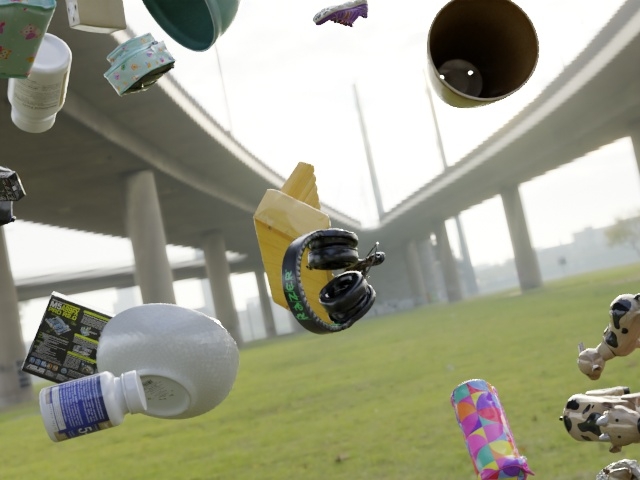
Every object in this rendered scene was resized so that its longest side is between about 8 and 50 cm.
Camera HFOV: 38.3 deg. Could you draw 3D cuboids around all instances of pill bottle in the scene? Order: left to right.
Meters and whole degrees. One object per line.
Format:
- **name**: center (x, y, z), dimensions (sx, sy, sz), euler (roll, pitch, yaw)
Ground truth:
- **pill bottle**: center (-0.662, -0.363, 2.161), dimensions (0.131, 0.131, 0.229), euler (-9, -30, -28)
- **pill bottle**: center (-0.443, 0.319, 1.810), dimensions (0.187, 0.112, 0.112), euler (-15, -4, -6)

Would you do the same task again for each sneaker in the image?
- **sneaker**: center (0.059, -0.589, 2.429), dimensions (0.170, 0.071, 0.068), euler (-21, 20, -23)

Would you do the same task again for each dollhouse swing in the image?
- **dollhouse swing**: center (0.000, 0.000, 2.560), dimensions (0.315, 0.346, 0.305), euler (26, 54, 31)

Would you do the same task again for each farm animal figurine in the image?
- **farm animal figurine**: center (0.514, 0.279, 1.570), dimensions (0.172, 0.330, 0.327), euler (-4, -22, -19)

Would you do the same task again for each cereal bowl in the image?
- **cereal bowl**: center (-0.365, 0.311, 2.162), dimensions (0.339, 0.141, 0.339), euler (3, -47, 4)

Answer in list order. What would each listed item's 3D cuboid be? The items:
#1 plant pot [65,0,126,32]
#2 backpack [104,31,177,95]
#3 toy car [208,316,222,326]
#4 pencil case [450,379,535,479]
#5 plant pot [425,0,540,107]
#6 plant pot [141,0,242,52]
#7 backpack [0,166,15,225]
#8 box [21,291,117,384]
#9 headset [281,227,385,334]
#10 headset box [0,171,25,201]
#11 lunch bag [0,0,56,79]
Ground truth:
- **plant pot**: center (-0.483, -0.497, 1.964), dimensions (0.096, 0.109, 0.109), euler (-13, 12, -31)
- **backpack**: center (-0.525, -0.499, 2.634), dimensions (0.166, 0.144, 0.188), euler (-27, 17, 32)
- **toy car**: center (-0.325, 0.266, 2.253), dimensions (0.182, 0.136, 0.159), euler (10, 32, 41)
- **pencil case**: center (0.331, 0.382, 1.801), dimensions (0.104, 0.236, 0.104), euler (-8, -49, -9)
- **plant pot**: center (0.328, -0.386, 2.027), dimensions (0.237, 0.237, 0.254), euler (-11, -7, -5)
- **plant pot**: center (-0.302, -0.650, 2.318), dimensions (0.196, 0.293, 0.293), euler (-43, 10, -25)
- **backpack**: center (-0.857, -0.101, 2.309), dimensions (0.173, 0.158, 0.117), euler (-17, -22, 31)
- **box**: center (-0.612, 0.282, 2.413), dimensions (0.270, 0.216, 0.060), euler (21, 0, -9)
- **headset**: center (0.028, 0.089, 2.260), dimensions (0.185, 0.243, 0.394), euler (-16, 3, 39)
- **headset box**: center (-0.725, -0.123, 2.110), dimensions (0.083, 0.062, 0.032), euler (1, 31, 29)
- **lunch bag**: center (-0.595, -0.455, 1.669), dimensions (0.160, 0.262, 0.223), euler (-8, -26, -35)
